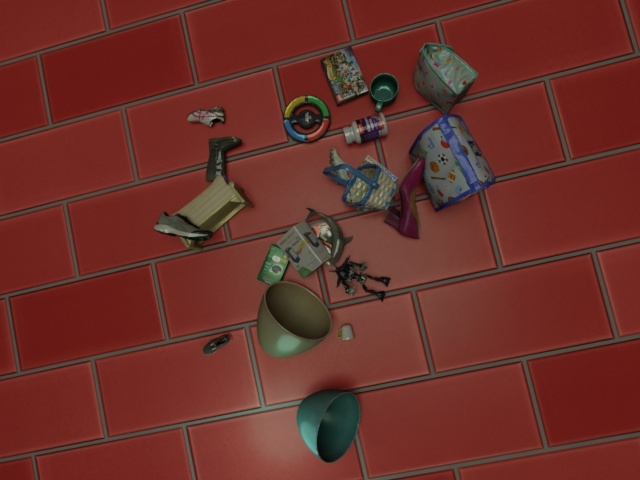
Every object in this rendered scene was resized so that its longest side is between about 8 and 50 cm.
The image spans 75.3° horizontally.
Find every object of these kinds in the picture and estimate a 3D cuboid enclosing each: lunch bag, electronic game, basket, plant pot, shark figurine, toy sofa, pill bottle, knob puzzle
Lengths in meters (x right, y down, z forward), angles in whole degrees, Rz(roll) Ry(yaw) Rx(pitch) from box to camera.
[{"bbox_3d":[0.544,-0.319,1.719,0.238,0.385,0.328,-26,84,5],"label":"lunch bag"},{"bbox_3d":[-0.066,-0.577,1.967,0.229,0.048,0.229,0,87,6],"label":"electronic game"},{"bbox_3d":[0.170,-0.246,1.800,0.289,0.254,0.201,31,86,-19],"label":"basket"},{"bbox_3d":[0.527,-0.721,1.822,0.160,0.223,0.262,-43,82,-3],"label":"lunch bag"},{"bbox_3d":[0.009,0.775,1.801,0.195,0.290,0.290,6,87,41],"label":"plant pot"},{"bbox_3d":[0.054,-0.051,1.877,0.166,0.116,0.278,-29,89,-12],"label":"shark figurine"},{"bbox_3d":[-0.511,-0.130,1.943,0.362,0.150,0.177,-40,80,3],"label":"toy sofa"},{"bbox_3d":[0.204,-0.508,1.903,0.193,0.108,0.108,-17,85,5],"label":"pill bottle"},{"bbox_3d":[0.000,0.000,1.940,0.213,0.030,0.213,0,87,7],"label":"knob puzzle"}]

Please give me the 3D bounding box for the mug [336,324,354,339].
[{"bbox_3d":[0.113,0.420,1.893,0.078,0.062,0.064,-6,79,-1],"label":"mug"}]

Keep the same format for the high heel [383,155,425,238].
[{"bbox_3d":[0.416,-0.177,1.781,0.181,0.377,0.127,30,48,12],"label":"high heel"}]

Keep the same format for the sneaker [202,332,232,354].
[{"bbox_3d":[-0.495,0.488,1.951,0.158,0.065,0.061,-34,84,3],"label":"sneaker"}]

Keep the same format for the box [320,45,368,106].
[{"bbox_3d":[0.112,-0.774,1.959,0.159,0.044,0.233,-21,85,4],"label":"box"}]

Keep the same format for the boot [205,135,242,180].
[{"bbox_3d":[-0.466,-0.386,1.988,0.189,0.076,0.209,-2,80,20],"label":"boot"}]

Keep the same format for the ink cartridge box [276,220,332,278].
[{"bbox_3d":[-0.076,0.041,1.870,0.154,0.093,0.212,-40,84,39],"label":"ink cartridge box"}]

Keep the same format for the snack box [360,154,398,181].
[{"bbox_3d":[0.271,-0.320,1.930,0.178,0.022,0.064,40,90,7],"label":"snack box"}]

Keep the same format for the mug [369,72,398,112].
[{"bbox_3d":[0.281,-0.677,1.909,0.157,0.097,0.129,-41,84,3],"label":"mug"}]

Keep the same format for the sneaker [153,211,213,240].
[{"bbox_3d":[-0.601,-0.062,1.826,0.271,0.100,0.108,13,82,9],"label":"sneaker"}]

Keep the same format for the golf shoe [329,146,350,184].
[{"bbox_3d":[0.091,-0.352,1.940,0.086,0.069,0.176,-12,91,-12],"label":"golf shoe"}]

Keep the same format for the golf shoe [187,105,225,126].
[{"bbox_3d":[-0.558,-0.593,2.012,0.186,0.067,0.086,-9,88,5],"label":"golf shoe"}]

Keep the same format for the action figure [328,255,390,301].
[{"bbox_3d":[0.170,0.168,1.860,0.275,0.141,0.164,20,91,4],"label":"action figure"}]

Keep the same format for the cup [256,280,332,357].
[{"bbox_3d":[-0.149,0.377,1.820,0.331,0.331,0.237,38,116,7],"label":"cup"}]

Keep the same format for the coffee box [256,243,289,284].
[{"bbox_3d":[-0.214,0.121,1.952,0.113,0.040,0.184,22,89,7],"label":"coffee box"}]
